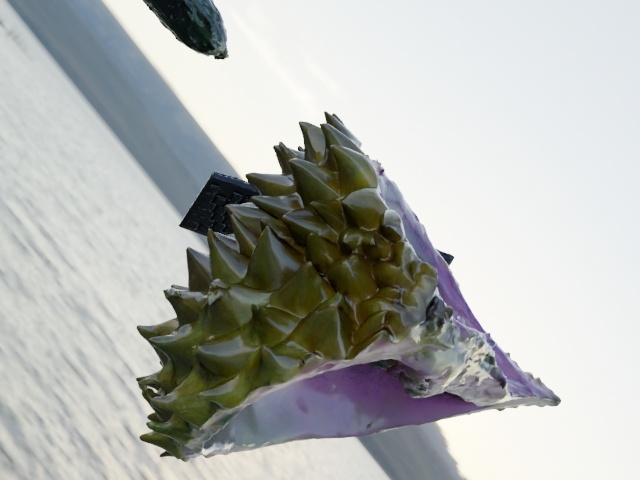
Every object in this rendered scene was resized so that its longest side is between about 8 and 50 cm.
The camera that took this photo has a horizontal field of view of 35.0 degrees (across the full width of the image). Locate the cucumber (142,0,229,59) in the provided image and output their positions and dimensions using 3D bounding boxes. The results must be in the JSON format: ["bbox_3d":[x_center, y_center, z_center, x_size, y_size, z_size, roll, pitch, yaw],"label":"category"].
[{"bbox_3d":[-0.159,-0.267,0.830,0.294,0.067,0.067,61,-9,-27],"label":"cucumber"}]

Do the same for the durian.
[{"bbox_3d":[0.000,0.043,0.484,0.154,0.186,0.260,50,-8,24],"label":"durian"}]

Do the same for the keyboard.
[{"bbox_3d":[0.000,0.000,0.935,0.250,0.087,0.017,20,48,-22],"label":"keyboard"}]
